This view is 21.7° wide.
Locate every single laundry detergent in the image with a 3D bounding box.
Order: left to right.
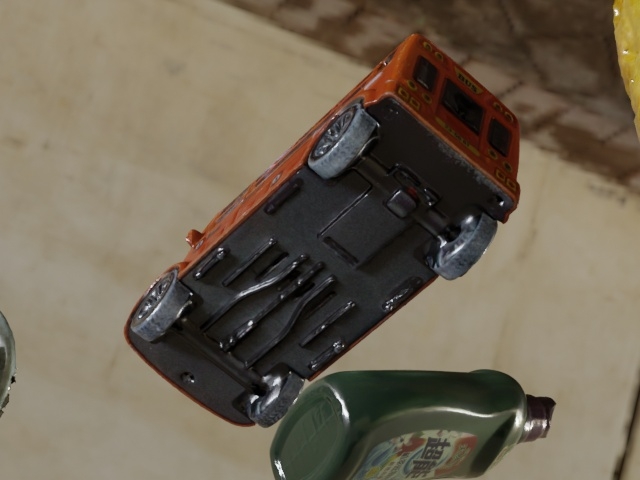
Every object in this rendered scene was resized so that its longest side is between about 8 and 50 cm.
[{"bbox_3d":[0.080,0.145,1.259,0.221,0.078,0.144,0,143,-35],"label":"laundry detergent"}]

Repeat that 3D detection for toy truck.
[{"bbox_3d":[0.000,0.000,0.975,0.107,0.114,0.252,39,125,-15],"label":"toy truck"}]

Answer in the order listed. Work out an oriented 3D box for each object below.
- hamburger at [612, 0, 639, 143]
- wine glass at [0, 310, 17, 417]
[{"bbox_3d":[0.308,-0.136,0.889,0.287,0.445,0.268,42,143,-14],"label":"hamburger"},{"bbox_3d":[-0.344,0.074,1.206,0.126,0.126,0.241,2,169,38],"label":"wine glass"}]
